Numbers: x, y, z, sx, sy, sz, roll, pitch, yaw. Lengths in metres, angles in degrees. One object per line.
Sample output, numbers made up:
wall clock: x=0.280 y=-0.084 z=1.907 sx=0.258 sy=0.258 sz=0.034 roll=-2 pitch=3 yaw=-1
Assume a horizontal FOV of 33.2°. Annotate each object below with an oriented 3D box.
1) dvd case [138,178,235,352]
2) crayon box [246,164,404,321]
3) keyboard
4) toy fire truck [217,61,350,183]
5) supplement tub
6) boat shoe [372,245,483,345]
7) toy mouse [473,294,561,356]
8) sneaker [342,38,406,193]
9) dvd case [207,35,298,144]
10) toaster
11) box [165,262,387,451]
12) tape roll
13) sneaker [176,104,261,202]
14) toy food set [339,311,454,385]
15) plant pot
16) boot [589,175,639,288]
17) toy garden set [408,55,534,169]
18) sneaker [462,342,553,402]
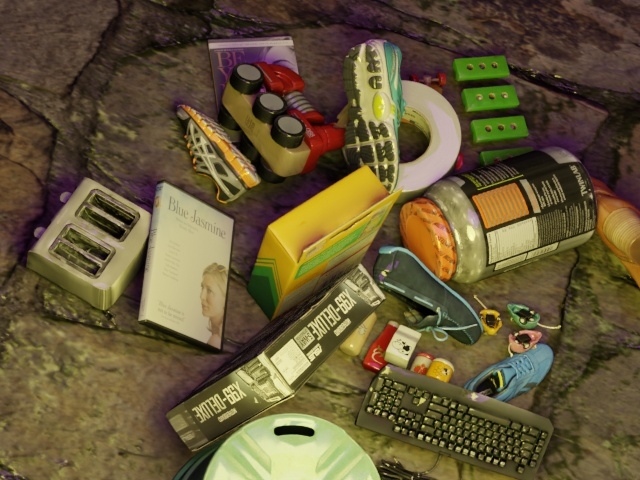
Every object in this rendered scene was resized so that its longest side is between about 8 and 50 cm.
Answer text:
dvd case: x=-0.218 y=0.045 z=1.797 sx=0.180 sy=0.022 sz=0.253 roll=29 pitch=56 yaw=-44
crayon box: x=0.000 y=0.000 z=1.755 sx=0.203 sy=0.323 sz=0.083 roll=-33 pitch=77 yaw=-22
keyboard: x=0.207 y=0.337 z=1.765 sx=0.317 sy=0.033 sz=0.201 roll=19 pitch=102 yaw=-7
toy fire truck: x=-0.025 y=-0.240 z=1.925 sx=0.246 sy=0.158 sz=0.217 roll=-15 pitch=55 yaw=-35
supplement tub: x=0.313 y=-0.040 z=1.910 sx=0.316 sy=0.193 sz=0.193 roll=-17 pitch=72 yaw=-18
boat shoe: x=0.171 y=0.112 z=1.841 sx=0.258 sy=0.109 sz=0.089 roll=39 pitch=66 yaw=-22
toy mouse: x=0.352 y=0.158 z=1.898 sx=0.143 sy=0.031 sz=0.161 roll=3 pitch=34 yaw=-7
sneaker: x=0.111 y=-0.209 z=1.860 sx=0.110 sy=0.107 sz=0.275 roll=-19 pitch=113 yaw=-48
dvd case: x=-0.117 y=-0.284 z=2.020 sx=0.164 sy=0.018 sz=0.221 roll=-5 pitch=68 yaw=-13
toaster: x=-0.374 y=0.011 z=1.790 sx=0.186 sy=0.110 sz=0.168 roll=31 pitch=66 yaw=2
box: x=-0.065 y=0.176 z=1.646 sx=0.076 sy=0.242 sz=0.307 roll=53 pitch=37 yaw=-2
tape roll: x=0.146 y=-0.180 z=1.972 sx=0.219 sy=0.072 sz=0.219 roll=-1 pitch=72 yaw=3
sneaker: x=-0.199 y=-0.158 z=1.918 sx=0.083 sy=0.084 sz=0.215 roll=-44 pitch=68 yaw=13
toy food set: x=0.124 y=0.165 z=1.824 sx=0.232 sy=0.111 sz=0.104 roll=23 pitch=62 yaw=12
plant pot: x=-0.066 y=0.410 z=1.562 sx=0.341 sy=0.334 sz=0.341 roll=4 pitch=66 yaw=-9
boot: x=0.577 y=0.012 z=1.988 sx=0.109 sy=0.283 sz=0.220 roll=-44 pitch=36 yaw=11
toy garden set: x=0.286 y=-0.232 z=2.068 sx=0.204 sy=0.049 sz=0.244 roll=-7 pitch=70 yaw=-15
sneaker: x=0.331 y=0.235 z=1.859 sx=0.209 sy=0.082 sz=0.069 roll=-27 pitch=73 yaw=-22
